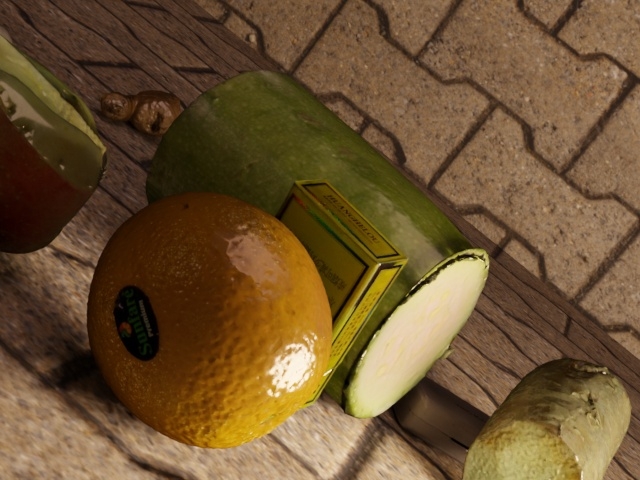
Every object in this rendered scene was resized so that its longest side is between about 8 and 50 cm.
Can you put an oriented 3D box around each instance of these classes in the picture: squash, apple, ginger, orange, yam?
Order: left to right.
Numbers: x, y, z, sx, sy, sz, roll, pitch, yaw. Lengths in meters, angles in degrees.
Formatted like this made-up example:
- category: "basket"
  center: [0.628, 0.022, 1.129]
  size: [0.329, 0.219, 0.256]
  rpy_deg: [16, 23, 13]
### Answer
- category: "apple"
  center: [-0.310, -0.092, 1.233]
  size: [0.188, 0.173, 0.207]
  rpy_deg: [38, -1, -25]
- category: "ginger"
  center: [-0.271, -0.195, 1.990]
  size: [0.096, 0.067, 0.165]
  rpy_deg: [42, 26, 16]
- category: "orange"
  center: [-0.100, 0.069, 1.158]
  size: [0.236, 0.236, 0.236]
  rpy_deg: [36, 13, -9]
- category: "squash"
  center: [0.000, 0.000, 1.582]
  size: [0.384, 0.263, 0.263]
  rpy_deg: [43, 14, 25]
- category: "yam"
  center: [0.278, 0.250, 1.567]
  size: [0.161, 0.161, 0.268]
  rpy_deg: [40, 29, 11]

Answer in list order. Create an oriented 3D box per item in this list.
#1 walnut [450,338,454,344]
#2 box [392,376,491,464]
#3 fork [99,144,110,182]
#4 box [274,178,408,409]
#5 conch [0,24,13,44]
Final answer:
- category: "walnut"
  center: [0.100, 0.065, 1.793]
  size: [0.222, 0.195, 0.195]
  rpy_deg: [37, 11, 22]
- category: "box"
  center: [0.201, 0.260, 1.696]
  size: [0.244, 0.055, 0.103]
  rpy_deg: [32, 13, -21]
- category: "fork"
  center: [-0.333, -0.146, 1.724]
  size: [0.028, 0.034, 0.219]
  rpy_deg: [-10, 42, -38]
- category: "box"
  center: [-0.019, 0.061, 1.401]
  size: [0.141, 0.220, 0.064]
  rpy_deg: [45, 31, 24]
- category: "conch"
  center: [-0.431, -0.210, 1.611]
  size: [0.104, 0.094, 0.176]
  rpy_deg: [43, 29, -60]
